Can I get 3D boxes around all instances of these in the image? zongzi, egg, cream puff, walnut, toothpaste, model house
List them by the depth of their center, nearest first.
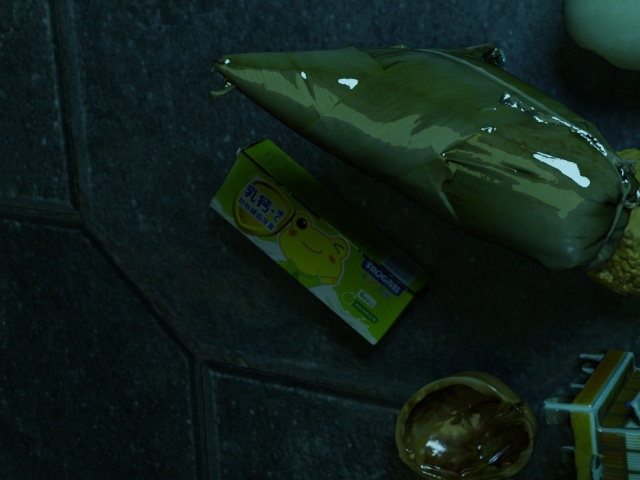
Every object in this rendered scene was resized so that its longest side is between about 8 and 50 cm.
[{"bbox_3d":[0.148,-0.079,1.017,0.447,0.418,0.181,44,123,46],"label":"zongzi"},{"bbox_3d":[0.363,-0.270,1.029,0.217,0.183,0.183,-11,102,21],"label":"egg"},{"bbox_3d":[0.376,-0.019,1.145,0.189,0.129,0.189,8,111,21],"label":"cream puff"},{"bbox_3d":[0.406,0.249,1.173,0.215,0.224,0.198,2,106,31],"label":"model house"},{"bbox_3d":[0.205,0.248,1.350,0.211,0.087,0.167,-27,100,34],"label":"walnut"},{"bbox_3d":[0.000,0.000,1.376,0.327,0.077,0.110,40,123,10],"label":"toothpaste"}]
